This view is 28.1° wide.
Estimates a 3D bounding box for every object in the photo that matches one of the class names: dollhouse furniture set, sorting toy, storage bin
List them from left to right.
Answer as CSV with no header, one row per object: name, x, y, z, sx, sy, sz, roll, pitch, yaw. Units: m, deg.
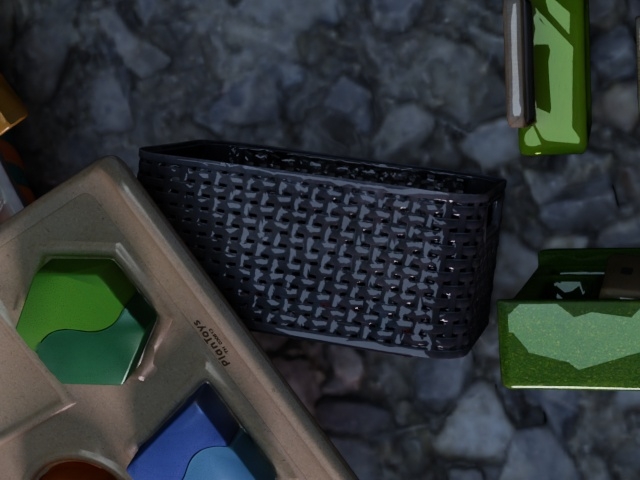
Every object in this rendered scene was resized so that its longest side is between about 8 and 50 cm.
sorting toy,-0.148,0.053,0.648,0.229,0.041,0.307,-29,104,30
storage bin,0.000,0.000,0.677,0.180,0.122,0.084,8,99,14
dollhouse furniture set,0.239,-0.042,0.593,0.301,0.151,0.198,-1,97,15

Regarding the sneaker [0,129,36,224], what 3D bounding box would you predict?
sneaker,-0.210,-0.014,0.751,0.108,0.121,0.302,-15,112,-5
